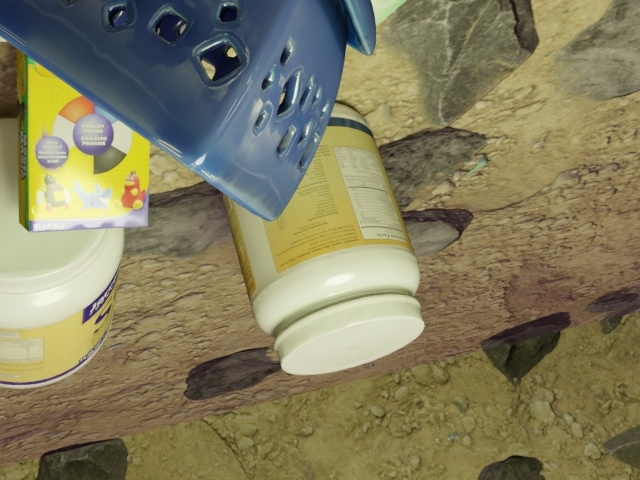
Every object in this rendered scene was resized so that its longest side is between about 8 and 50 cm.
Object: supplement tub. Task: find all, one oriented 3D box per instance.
[{"bbox_3d":[-0.369,0.025,1.131,0.241,0.240,0.331,-8,156,-20],"label":"supplement tub"},{"bbox_3d":[0.000,0.000,1.234,0.229,0.316,0.228,-14,157,-6],"label":"supplement tub"}]

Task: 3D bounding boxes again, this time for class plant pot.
[{"bbox_3d":[-0.091,-0.175,0.733,0.212,0.236,0.236,-54,166,-1],"label":"plant pot"}]

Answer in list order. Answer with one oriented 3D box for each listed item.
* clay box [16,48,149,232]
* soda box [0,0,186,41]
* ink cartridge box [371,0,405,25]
[{"bbox_3d":[-0.242,-0.123,0.943,0.128,0.221,0.053,-4,-164,-29],"label":"clay box"},{"bbox_3d":[-0.209,-0.230,0.882,0.216,0.069,0.074,-2,152,-33],"label":"soda box"},{"bbox_3d":[0.040,-0.310,0.896,0.225,0.056,0.181,6,148,-47],"label":"ink cartridge box"}]
